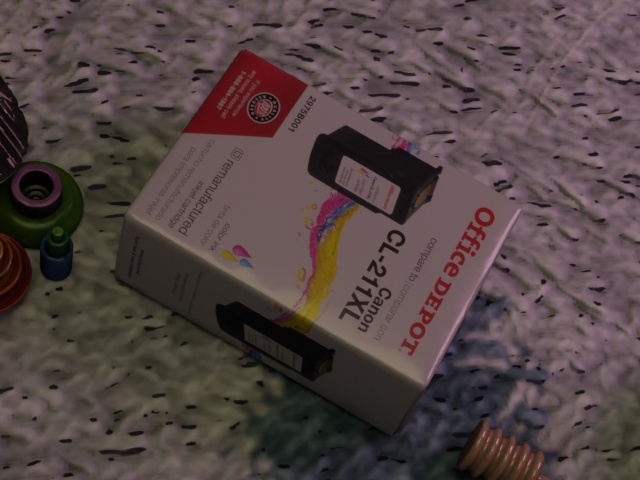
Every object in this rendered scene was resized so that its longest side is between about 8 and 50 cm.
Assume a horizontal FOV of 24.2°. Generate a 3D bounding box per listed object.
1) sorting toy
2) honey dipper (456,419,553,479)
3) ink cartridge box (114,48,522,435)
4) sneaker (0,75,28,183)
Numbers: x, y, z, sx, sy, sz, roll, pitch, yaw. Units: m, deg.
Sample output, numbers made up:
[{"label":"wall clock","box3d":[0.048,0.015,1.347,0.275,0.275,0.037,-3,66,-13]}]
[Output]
[{"label":"sorting toy","box3d":[-0.156,-0.006,0.773,0.061,0.042,0.102,27,61,2]},{"label":"honey dipper","box3d":[0.147,0.144,0.770,0.160,0.030,0.030,29,61,1]},{"label":"ink cartridge box","box3d":[0.000,0.000,0.786,0.175,0.072,0.127,29,60,4]},{"label":"sneaker","box3d":[-0.224,-0.026,0.750,0.081,0.094,0.208,51,37,-23]}]
